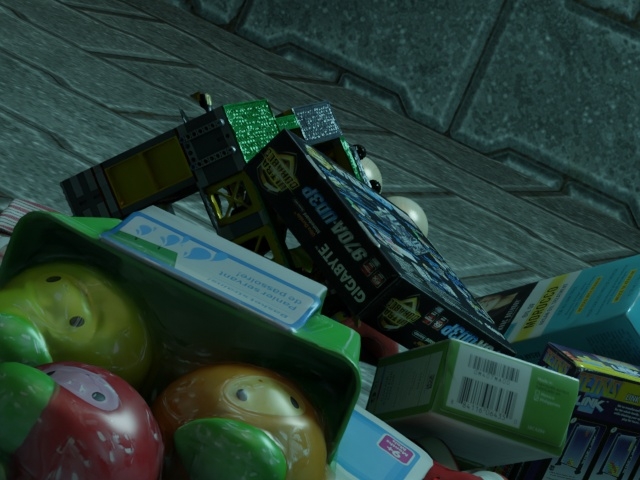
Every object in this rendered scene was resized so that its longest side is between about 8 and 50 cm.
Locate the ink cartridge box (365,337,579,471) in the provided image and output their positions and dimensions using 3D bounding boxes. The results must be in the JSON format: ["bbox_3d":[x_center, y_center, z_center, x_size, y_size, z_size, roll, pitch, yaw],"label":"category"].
[{"bbox_3d":[0.102,0.130,1.541,0.109,0.062,0.209,19,-15,-14],"label":"ink cartridge box"}]

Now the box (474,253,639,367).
[{"bbox_3d":[0.205,0.081,1.763,0.060,0.244,0.100,55,46,-18],"label":"box"}]

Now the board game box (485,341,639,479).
[{"bbox_3d":[0.229,0.169,1.633,0.170,0.141,0.048,17,13,-35],"label":"board game box"}]

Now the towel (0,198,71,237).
[{"bbox_3d":[-0.220,0.010,1.776,0.144,0.029,0.197,23,8,-5],"label":"towel"}]

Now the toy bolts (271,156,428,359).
[{"bbox_3d":[0.000,0.000,1.920,0.218,0.158,0.228,15,13,-38],"label":"toy bolts"}]

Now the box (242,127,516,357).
[{"bbox_3d":[0.051,0.018,1.592,0.175,0.051,0.220,53,11,32],"label":"box"}]

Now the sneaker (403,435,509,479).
[{"bbox_3d":[0.048,0.184,1.396,0.128,0.087,0.221,11,2,-18],"label":"sneaker"}]

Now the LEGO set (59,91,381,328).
[{"bbox_3d":[-0.080,0.004,1.716,0.255,0.192,0.331,64,22,-6],"label":"LEGO set"}]

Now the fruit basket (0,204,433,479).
[{"bbox_3d":[-0.113,0.098,1.139,0.327,0.165,0.353,25,14,10],"label":"fruit basket"}]
